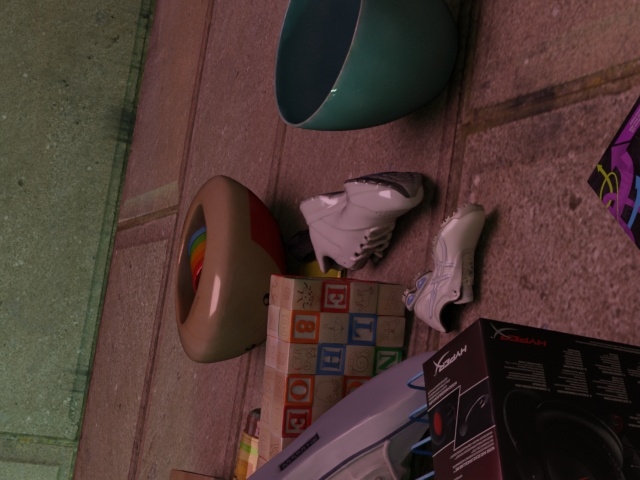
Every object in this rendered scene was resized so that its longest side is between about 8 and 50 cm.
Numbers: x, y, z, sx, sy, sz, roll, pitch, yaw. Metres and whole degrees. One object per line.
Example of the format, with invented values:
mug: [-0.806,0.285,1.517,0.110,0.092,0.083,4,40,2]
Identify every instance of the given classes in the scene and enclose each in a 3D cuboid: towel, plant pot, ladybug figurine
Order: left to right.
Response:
ladybug figurine: [-0.161,0.050,1.878,0.449,0.162,0.305,-108,34,-59]
towel: [-0.019,0.083,1.750,0.237,0.021,0.102,-21,61,63]
plant pot: [0.079,-0.282,1.479,0.290,0.195,0.290,-41,43,54]

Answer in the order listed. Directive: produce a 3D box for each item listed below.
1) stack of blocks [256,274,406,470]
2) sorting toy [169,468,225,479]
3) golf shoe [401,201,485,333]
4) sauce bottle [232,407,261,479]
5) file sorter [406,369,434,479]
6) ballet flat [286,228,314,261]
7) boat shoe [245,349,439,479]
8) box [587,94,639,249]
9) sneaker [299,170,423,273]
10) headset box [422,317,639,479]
stack of blocks: [0.014,0.201,1.428,0.087,0.171,0.297,-174,89,-67]
sorting toy: [-0.212,0.556,1.876,0.255,0.089,0.257,162,117,-64]
golf shoe: [0.176,0.037,1.304,0.086,0.069,0.176,47,128,38]
sauce bottle: [-0.098,0.445,1.646,0.111,0.111,0.344,10,88,67]
file sorter: [0.166,0.227,1.160,0.118,0.104,0.170,135,140,-53]
ballet flat: [0.000,0.000,1.735,0.057,0.049,0.173,-50,16,-26]
boat shoe: [0.052,0.300,1.305,0.367,0.156,0.136,-39,12,-1]
box: [0.332,-0.058,1.013,0.116,0.029,0.162,-65,28,29]
sneaker: [0.071,-0.027,1.532,0.297,0.111,0.129,156,106,-65]
headset box: [0.219,0.233,0.895,0.110,0.218,0.293,130,143,-50]
